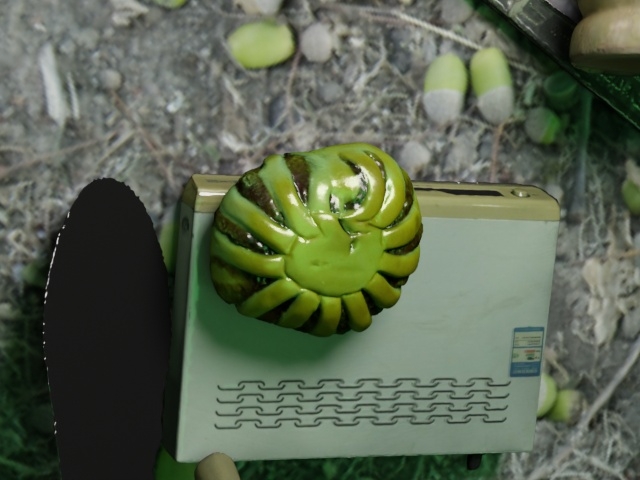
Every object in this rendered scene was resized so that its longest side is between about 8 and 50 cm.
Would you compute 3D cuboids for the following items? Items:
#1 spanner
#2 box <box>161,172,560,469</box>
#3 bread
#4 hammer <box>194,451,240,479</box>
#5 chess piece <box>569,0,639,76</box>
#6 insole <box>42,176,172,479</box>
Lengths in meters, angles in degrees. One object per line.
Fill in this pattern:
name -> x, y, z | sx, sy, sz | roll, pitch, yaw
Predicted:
spanner -> 0.139, -0.156, 1.238 | 0.325, 0.026, 0.093 | 35, 90, -25
box -> 0.029, 0.060, 1.236 | 0.270, 0.045, 0.210 | -1, 103, -21
bread -> 0.000, 0.000, 1.151 | 0.139, 0.071, 0.130 | 9, 102, -22
hammer -> -0.050, 0.233, 1.221 | 0.028, 0.060, 0.195 | -18, 127, -11
chess piece -> 0.239, -0.239, 1.200 | 0.143, 0.143, 0.260 | 3, 89, -21
insole -> -0.133, 0.118, 1.139 | 0.109, 0.007, 0.322 | 7, 78, -47
